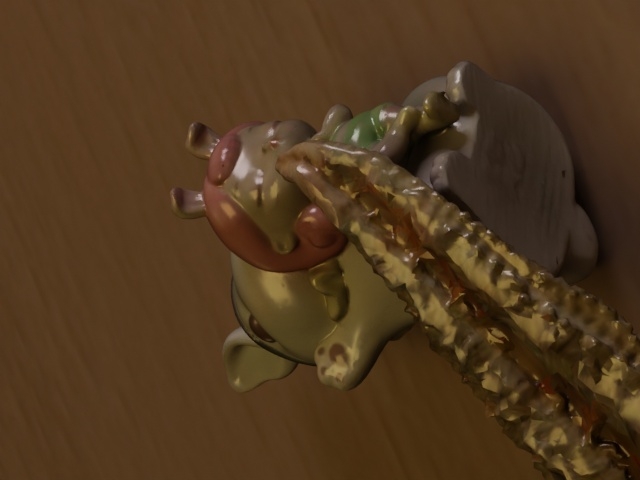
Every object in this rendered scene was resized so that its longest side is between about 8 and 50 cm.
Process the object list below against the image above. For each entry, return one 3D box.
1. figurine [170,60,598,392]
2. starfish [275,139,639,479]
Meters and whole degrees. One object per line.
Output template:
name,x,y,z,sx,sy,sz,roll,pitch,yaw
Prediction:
figurine,0.002,-0.008,0.579,0.146,0.081,0.098,-18,115,39
starfish,0.087,0.096,0.513,0.295,0.048,0.231,34,126,6
